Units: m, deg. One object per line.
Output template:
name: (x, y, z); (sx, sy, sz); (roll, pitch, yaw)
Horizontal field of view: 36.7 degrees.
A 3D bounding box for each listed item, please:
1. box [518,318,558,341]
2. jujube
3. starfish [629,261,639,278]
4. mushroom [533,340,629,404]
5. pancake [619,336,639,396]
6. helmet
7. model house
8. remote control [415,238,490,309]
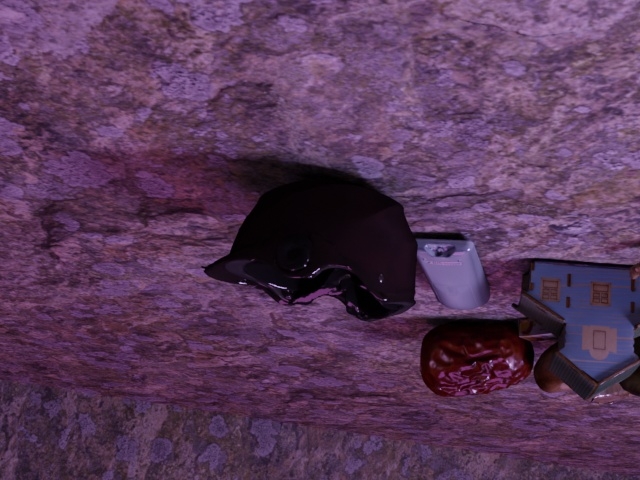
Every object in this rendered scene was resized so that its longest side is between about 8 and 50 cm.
box: (0.479, 0.163, 1.851); (0.050, 0.041, 0.207); (24, 155, -39)
jujube: (0.315, 0.240, 1.969); (0.230, 0.155, 0.155); (-11, 154, 26)
starfish: (0.599, 0.037, 1.391); (0.299, 0.060, 0.302); (32, 152, -18)
mushroom: (0.557, 0.250, 1.915); (0.278, 0.146, 0.278); (-6, 163, -2)
pancake: (0.650, 0.201, 1.651); (0.295, 0.049, 0.294); (-15, -163, 5)
helmet: (0.000, 0.000, 1.374); (0.306, 0.177, 0.225); (15, 168, -5)
model house: (0.454, 0.157, 1.599); (0.271, 0.206, 0.178); (5, 160, 6)
remote control: (0.225, 0.062, 1.648); (0.103, 0.051, 0.293); (2, 159, 17)
